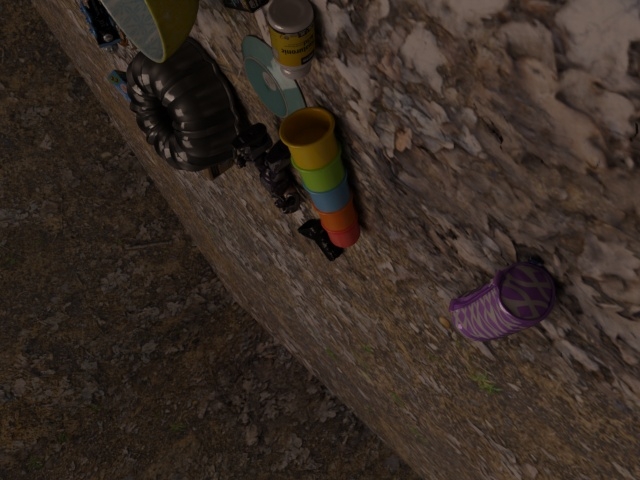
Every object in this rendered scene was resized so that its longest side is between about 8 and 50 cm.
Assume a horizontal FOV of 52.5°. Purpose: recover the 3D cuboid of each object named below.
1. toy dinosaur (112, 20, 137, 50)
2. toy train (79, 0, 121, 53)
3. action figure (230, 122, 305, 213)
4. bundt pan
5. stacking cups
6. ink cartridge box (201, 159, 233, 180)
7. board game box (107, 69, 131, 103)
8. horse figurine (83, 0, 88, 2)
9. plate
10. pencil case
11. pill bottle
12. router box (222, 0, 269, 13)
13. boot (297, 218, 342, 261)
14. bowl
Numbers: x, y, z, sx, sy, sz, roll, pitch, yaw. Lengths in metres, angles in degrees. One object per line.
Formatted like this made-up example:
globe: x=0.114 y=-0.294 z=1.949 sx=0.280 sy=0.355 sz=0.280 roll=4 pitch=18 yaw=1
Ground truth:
toy dinosaur: x=-0.509 y=-0.555 z=1.744 sx=0.212 sy=0.064 sz=0.112 roll=85 pitch=170 yaw=-61
toy train: x=-0.605 y=-0.598 z=1.805 sx=0.184 sy=0.080 sz=0.105 roll=60 pitch=167 yaw=28
action figure: x=-0.110 y=-0.151 z=1.405 sx=0.185 sy=0.099 sz=0.285 roll=39 pitch=167 yaw=12
bundt pan: x=-0.331 y=-0.298 z=1.492 sx=0.330 sy=0.124 sz=0.331 roll=34 pitch=144 yaw=30
stacking cups: x=0.007 y=-0.096 z=1.184 sx=0.096 sy=0.096 sz=0.316 roll=41 pitch=162 yaw=34
ink cartridge box: x=-0.346 y=-0.302 z=1.759 sx=0.235 sy=0.088 sz=0.193 roll=47 pitch=165 yaw=17
board game box: x=-0.508 y=-0.411 z=1.925 sx=0.211 sy=0.039 sz=0.160 roll=50 pitch=-160 yaw=8
horse figurine: x=-0.618 y=-0.711 z=1.654 sx=0.174 sy=0.066 sz=0.263 roll=37 pitch=162 yaw=28
plate: x=-0.092 y=-0.282 z=1.180 sx=0.188 sy=0.024 sz=0.188 roll=48 pitch=165 yaw=17
pencil case: x=0.250 y=0.091 z=0.915 sx=0.088 sy=0.087 sz=0.206 roll=16 pitch=161 yaw=-1
pill bottle: x=-0.039 y=-0.288 z=0.934 sx=0.065 sy=0.065 sz=0.116 roll=46 pitch=165 yaw=20
router box: x=-0.136 y=-0.411 z=0.981 sx=0.092 sy=0.038 sz=0.123 roll=35 pitch=158 yaw=48
boot: x=0.000 y=0.000 z=1.534 sx=0.099 sy=0.045 sz=0.121 roll=52 pitch=165 yaw=-14
bowl: x=-0.285 y=-0.462 z=1.075 sx=0.289 sy=0.156 sz=0.289 roll=46 pitch=165 yaw=17
